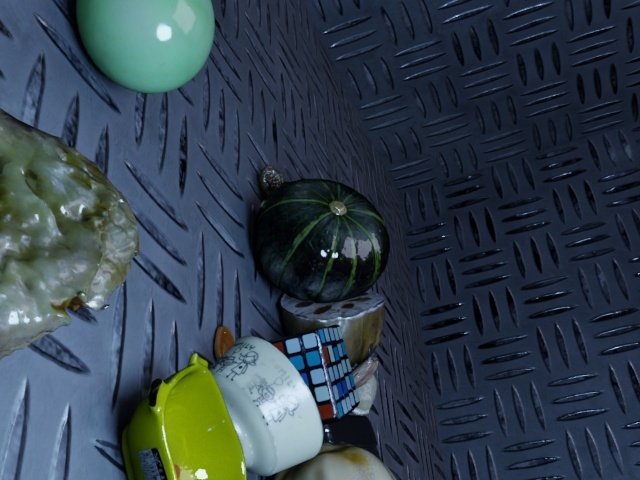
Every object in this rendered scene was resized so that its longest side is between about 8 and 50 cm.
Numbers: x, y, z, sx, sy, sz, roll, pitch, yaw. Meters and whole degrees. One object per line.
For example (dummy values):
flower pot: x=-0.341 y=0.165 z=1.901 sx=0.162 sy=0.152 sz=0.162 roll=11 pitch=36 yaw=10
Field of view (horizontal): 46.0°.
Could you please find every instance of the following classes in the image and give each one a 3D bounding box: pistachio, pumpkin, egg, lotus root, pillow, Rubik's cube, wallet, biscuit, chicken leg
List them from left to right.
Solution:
egg: x=-0.288 y=-0.372 z=1.241 sx=0.269 sy=0.221 sz=0.220 roll=70 pitch=13 yaw=17
biscuit: x=-0.180 y=0.208 z=1.430 sx=0.091 sy=0.015 sz=0.078 roll=-88 pitch=158 yaw=-50
chicken leg: x=-0.112 y=-0.123 z=1.964 sx=0.085 sy=0.069 sz=0.198 roll=54 pitch=-2 yaw=25
Rubik's cube: x=-0.043 y=0.282 z=1.530 sx=0.184 sy=0.182 sz=0.187 roll=14 pitch=61 yaw=-74
pumpkin: x=0.000 y=0.000 z=1.745 sx=0.323 sy=0.323 sz=0.241 roll=-90 pitch=-156 yaw=-53
lotus root: x=0.033 y=0.213 z=1.812 sx=0.272 sy=0.272 sz=0.191 roll=-47 pitch=129 yaw=-73
pillow: x=0.036 y=0.339 z=1.698 sx=0.043 sy=0.233 sz=0.126 roll=53 pitch=4 yaw=17
pistachio: x=0.048 y=0.564 z=1.446 sx=0.365 sy=0.282 sz=0.445 roll=-102 pitch=-179 yaw=-50
wallet: x=0.073 y=0.550 z=1.910 sx=0.406 sy=0.062 sz=0.228 roll=38 pitch=39 yaw=-66

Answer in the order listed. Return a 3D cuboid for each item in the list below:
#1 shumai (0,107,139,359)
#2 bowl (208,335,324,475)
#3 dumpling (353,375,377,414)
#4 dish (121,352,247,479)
shumai: x=-0.334 y=-0.054 z=0.742 sx=0.346 sy=0.217 sz=0.283 roll=-64 pitch=137 yaw=-65
bowl: x=-0.117 y=0.289 z=1.238 sx=0.126 sy=0.238 sz=0.237 roll=-30 pitch=107 yaw=-37
dumpling: x=0.060 y=0.375 z=1.958 sx=0.167 sy=0.126 sz=0.215 roll=29 pitch=36 yaw=-14
dish: x=-0.204 y=0.306 z=1.055 sx=0.221 sy=0.108 sz=0.262 roll=-38 pitch=113 yaw=-74
